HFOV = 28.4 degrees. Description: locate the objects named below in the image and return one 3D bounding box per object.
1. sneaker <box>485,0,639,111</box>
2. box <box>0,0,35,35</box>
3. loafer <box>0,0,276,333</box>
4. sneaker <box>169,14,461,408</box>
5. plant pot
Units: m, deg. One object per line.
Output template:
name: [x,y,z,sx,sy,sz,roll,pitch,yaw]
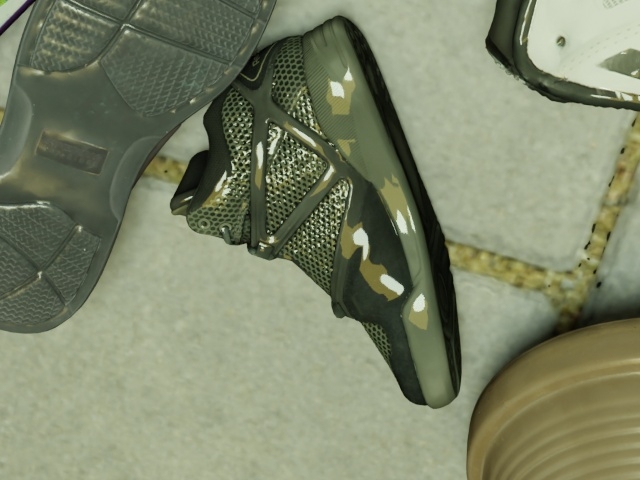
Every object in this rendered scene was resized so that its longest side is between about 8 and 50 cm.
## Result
sneaker: [0.109,-0.214,0.550,0.447,0.169,0.257,43,114,3]
box: [-0.284,-0.156,0.704,0.293,0.057,0.201,-38,105,20]
loafer: [-0.119,-0.088,0.690,0.109,0.095,0.302,25,113,-21]
sneaker: [0.000,0.000,0.720,0.130,0.087,0.227,-19,106,16]
plant pot: [0.196,0.160,0.705,0.237,0.109,0.237,8,136,8]
